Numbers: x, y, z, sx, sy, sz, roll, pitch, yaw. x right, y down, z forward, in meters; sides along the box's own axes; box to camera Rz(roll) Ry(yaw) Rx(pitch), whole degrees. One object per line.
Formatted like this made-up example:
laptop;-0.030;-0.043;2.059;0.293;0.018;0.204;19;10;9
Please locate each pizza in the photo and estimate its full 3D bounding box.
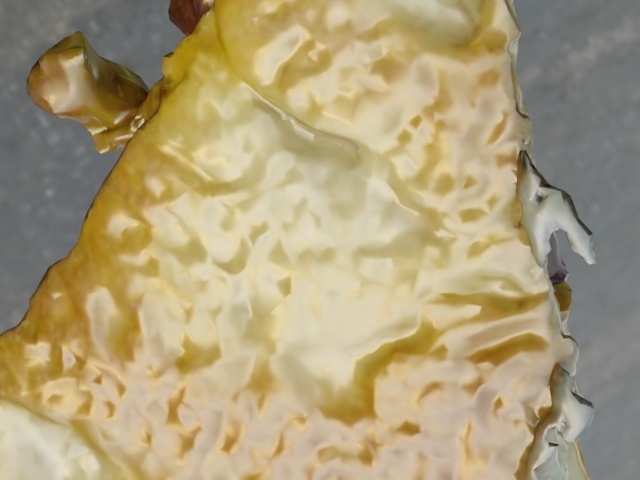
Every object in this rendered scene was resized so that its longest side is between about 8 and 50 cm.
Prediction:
pizza;0.002;0.000;0.365;0.069;0.154;0.194;-21;125;-69
